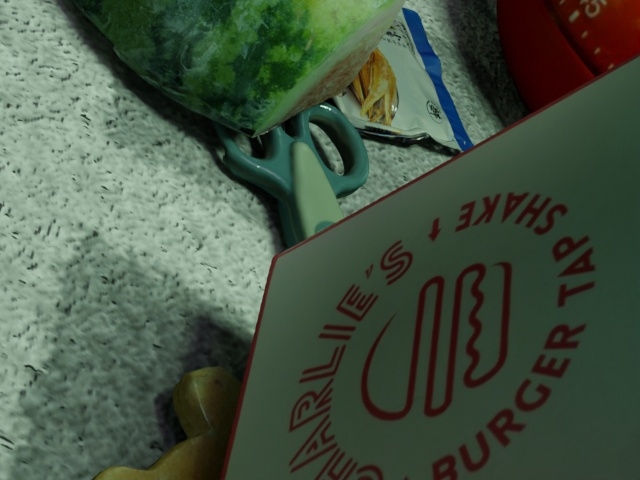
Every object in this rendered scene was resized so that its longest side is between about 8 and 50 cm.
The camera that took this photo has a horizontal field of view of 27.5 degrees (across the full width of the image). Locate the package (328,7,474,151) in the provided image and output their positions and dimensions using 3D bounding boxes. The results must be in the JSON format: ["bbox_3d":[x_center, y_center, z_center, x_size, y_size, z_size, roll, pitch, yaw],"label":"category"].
[{"bbox_3d":[0.056,-0.157,1.170,0.173,0.027,0.171,5,53,-41],"label":"package"}]

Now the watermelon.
[{"bbox_3d":[-0.090,-0.234,0.981,0.305,0.224,0.180,48,-6,14],"label":"watermelon"}]

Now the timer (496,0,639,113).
[{"bbox_3d":[0.356,-0.209,1.332,0.378,0.279,0.378,26,42,-26],"label":"timer"}]

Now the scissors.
[{"bbox_3d":[0.000,0.000,0.944,0.138,0.041,0.289,11,49,-35],"label":"scissors"}]

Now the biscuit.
[{"bbox_3d":[-0.038,0.144,0.773,0.153,0.030,0.234,50,34,-5],"label":"biscuit"}]

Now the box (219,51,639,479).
[{"bbox_3d":[0.152,0.138,0.703,0.300,0.312,0.314,40,39,-27],"label":"box"}]
